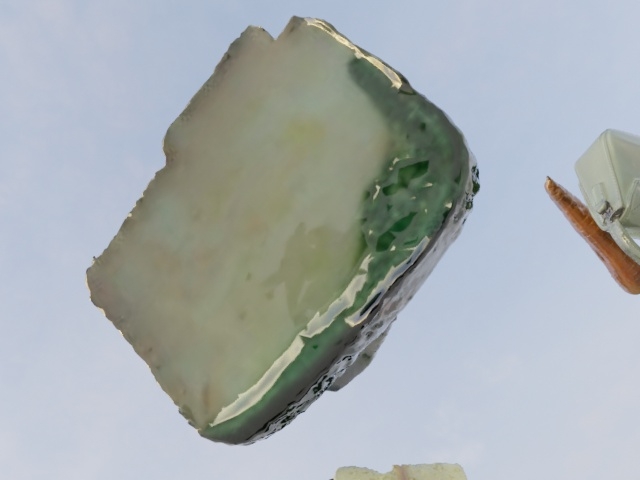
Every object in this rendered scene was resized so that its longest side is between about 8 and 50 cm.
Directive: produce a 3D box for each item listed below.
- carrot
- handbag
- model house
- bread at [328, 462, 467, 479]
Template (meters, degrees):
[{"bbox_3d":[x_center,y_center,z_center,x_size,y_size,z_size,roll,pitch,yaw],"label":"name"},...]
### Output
[{"bbox_3d":[0.410,-0.014,0.830,0.224,0.057,0.057,45,-84,-3],"label":"carrot"},{"bbox_3d":[0.450,-0.023,0.686,0.256,0.219,0.079,13,-37,-10],"label":"handbag"},{"bbox_3d":[-0.002,-0.001,0.528,0.298,0.243,0.284,-51,-21,7],"label":"model house"},{"bbox_3d":[0.133,0.717,1.218,0.346,0.242,0.404,14,-72,-16],"label":"bread"}]
